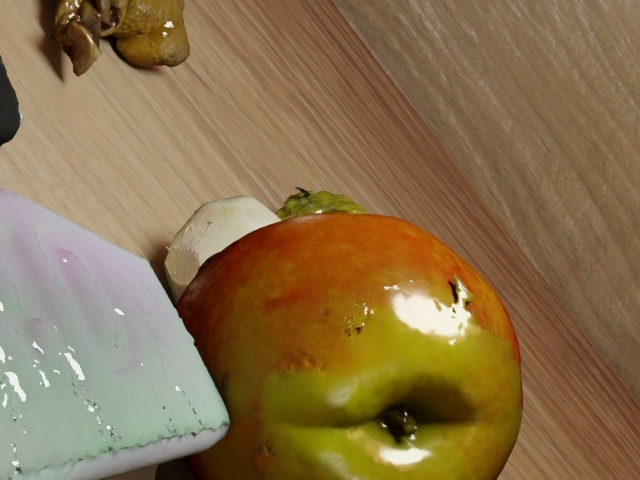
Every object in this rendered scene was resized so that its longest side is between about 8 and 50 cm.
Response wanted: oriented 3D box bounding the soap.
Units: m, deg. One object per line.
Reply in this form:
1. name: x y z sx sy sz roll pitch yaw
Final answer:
1. soap: -0.275 0.093 0.831 0.261 0.156 0.446 60 20 15

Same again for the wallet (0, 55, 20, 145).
1. wallet: -0.464 -0.219 1.047 0.406 0.062 0.228 15 44 -60

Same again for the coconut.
1. coconut: -0.107 0.036 1.338 0.161 0.162 0.161 42 -10 9

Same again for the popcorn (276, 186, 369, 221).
1. popcorn: 0.004 -0.010 1.704 0.174 0.142 0.173 17 40 -15

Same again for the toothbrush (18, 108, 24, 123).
1. toothbrush: -0.343 -0.105 1.222 0.014 0.011 0.167 52 18 -24

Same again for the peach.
1. peach: 0.016 0.133 1.130 0.370 0.370 0.370 46 21 -23

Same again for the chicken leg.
1. chicken leg: -0.276 -0.332 1.579 0.409 0.182 0.295 -93 160 -51
